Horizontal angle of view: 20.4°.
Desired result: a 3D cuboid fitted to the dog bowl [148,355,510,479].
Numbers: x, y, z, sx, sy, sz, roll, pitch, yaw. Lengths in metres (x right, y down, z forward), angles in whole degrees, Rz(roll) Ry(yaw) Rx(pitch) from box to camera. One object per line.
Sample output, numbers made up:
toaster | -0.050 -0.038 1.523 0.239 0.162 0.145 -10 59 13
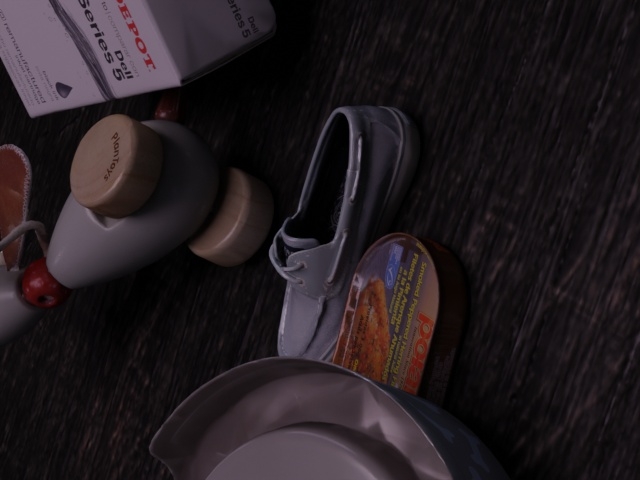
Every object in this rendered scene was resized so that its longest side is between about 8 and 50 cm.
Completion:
dog bowl | 0.007 0.255 1.236 0.348 0.102 0.349 -4 83 42

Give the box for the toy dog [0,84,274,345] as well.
toy dog | -0.200 -0.036 1.545 0.333 0.220 0.161 -14 55 20

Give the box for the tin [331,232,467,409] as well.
tin | 0.055 0.089 1.312 0.106 0.040 0.190 26 104 56

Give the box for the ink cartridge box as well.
ink cartridge box | -0.186 -0.226 1.509 0.273 0.114 0.198 -4 114 54

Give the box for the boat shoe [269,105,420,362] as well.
boat shoe | 0.001 0.000 1.363 0.079 0.081 0.228 37 111 50
